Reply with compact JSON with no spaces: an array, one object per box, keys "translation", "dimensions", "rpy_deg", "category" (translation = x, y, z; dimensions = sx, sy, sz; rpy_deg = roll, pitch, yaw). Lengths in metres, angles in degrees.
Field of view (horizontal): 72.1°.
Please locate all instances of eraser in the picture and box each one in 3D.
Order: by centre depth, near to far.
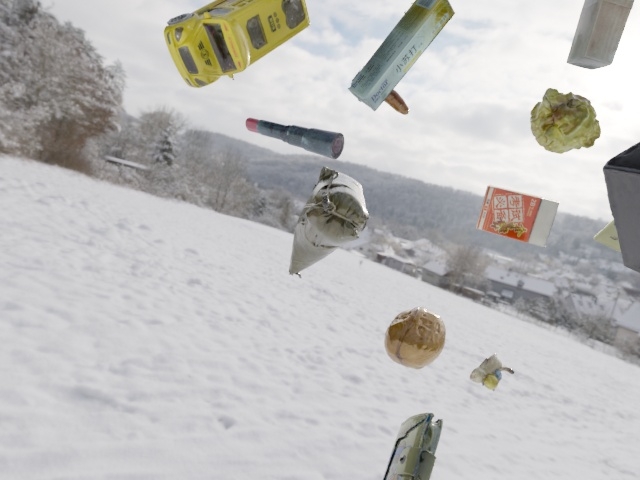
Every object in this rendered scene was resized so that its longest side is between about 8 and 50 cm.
[{"translation":[0.658,-0.085,1.477],"dimensions":[0.231,0.157,0.038],"rpy_deg":[20,22,29],"category":"eraser"}]

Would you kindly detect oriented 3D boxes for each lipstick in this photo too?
[{"translation":[-0.064,-0.223,0.922],"dimensions":[0.235,0.053,0.053],"rpy_deg":[20,7,26],"category":"lipstick"},{"translation":[0.670,-0.591,1.000],"dimensions":[0.080,0.370,0.076],"rpy_deg":[12,10,-8],"category":"lipstick"}]

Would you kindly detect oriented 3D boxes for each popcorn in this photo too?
[{"translation":[0.841,-0.410,1.516],"dimensions":[0.235,0.181,0.216],"rpy_deg":[60,-1,43],"category":"popcorn"}]

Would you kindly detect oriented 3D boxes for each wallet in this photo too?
[{"translation":[0.118,0.322,0.613],"dimensions":[0.040,0.110,0.155],"rpy_deg":[30,50,4],"category":"wallet"}]

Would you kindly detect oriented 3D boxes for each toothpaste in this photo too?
[{"translation":[0.203,-0.488,1.134],"dimensions":[0.071,0.312,0.089],"rpy_deg":[27,18,-50],"category":"toothpaste"}]

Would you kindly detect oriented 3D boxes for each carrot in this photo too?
[{"translation":[0.198,-0.407,1.242],"dimensions":[0.139,0.048,0.048],"rpy_deg":[38,3,-6],"category":"carrot"}]

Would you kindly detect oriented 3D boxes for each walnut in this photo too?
[{"translation":[0.241,0.243,1.112],"dimensions":[0.144,0.144,0.180],"rpy_deg":[17,33,22],"category":"walnut"}]

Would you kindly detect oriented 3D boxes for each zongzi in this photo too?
[{"translation":[0.000,0.000,1.238],"dimensions":[0.182,0.417,0.447],"rpy_deg":[29,15,-5],"category":"zongzi"}]

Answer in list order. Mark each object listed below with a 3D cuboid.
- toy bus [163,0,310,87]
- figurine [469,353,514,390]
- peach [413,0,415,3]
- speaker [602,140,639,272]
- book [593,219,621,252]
[{"translation":[-0.177,-0.471,0.988],"dimensions":[0.152,0.330,0.144],"rpy_deg":[20,-36,36],"category":"toy bus"},{"translation":[0.341,0.265,0.873],"dimensions":[0.083,0.047,0.051],"rpy_deg":[-26,37,-27],"category":"figurine"},{"translation":[0.347,-0.746,1.421],"dimensions":[0.101,0.100,0.101],"rpy_deg":[14,6,-1],"category":"peach"},{"translation":[0.519,-0.058,0.486],"dimensions":[0.254,0.184,0.232],"rpy_deg":[-30,24,-5],"category":"speaker"},{"translation":[0.774,-0.015,1.138],"dimensions":[0.077,0.014,0.111],"rpy_deg":[31,-23,17],"category":"book"}]
